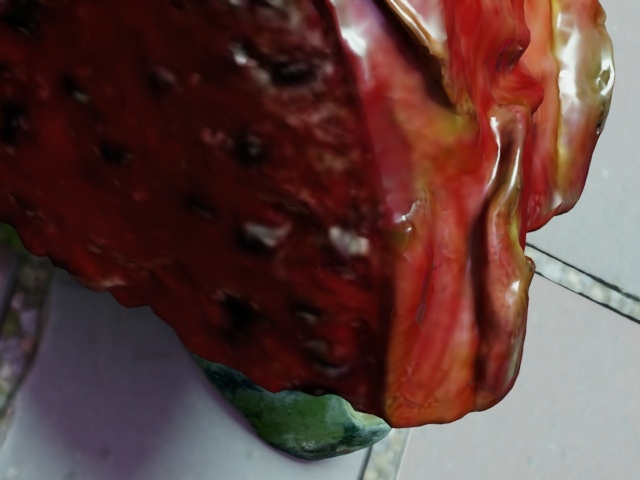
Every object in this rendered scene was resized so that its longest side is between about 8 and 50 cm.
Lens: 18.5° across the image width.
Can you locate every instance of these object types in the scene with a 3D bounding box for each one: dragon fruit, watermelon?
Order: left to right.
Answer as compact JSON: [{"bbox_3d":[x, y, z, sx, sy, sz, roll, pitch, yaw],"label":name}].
[{"bbox_3d":[0.000,0.000,0.884,0.139,0.071,0.187,-34,105,-34],"label":"watermelon"},{"bbox_3d":[0.044,-0.137,0.765,0.329,0.228,0.286,-36,142,-46],"label":"dragon fruit"}]
